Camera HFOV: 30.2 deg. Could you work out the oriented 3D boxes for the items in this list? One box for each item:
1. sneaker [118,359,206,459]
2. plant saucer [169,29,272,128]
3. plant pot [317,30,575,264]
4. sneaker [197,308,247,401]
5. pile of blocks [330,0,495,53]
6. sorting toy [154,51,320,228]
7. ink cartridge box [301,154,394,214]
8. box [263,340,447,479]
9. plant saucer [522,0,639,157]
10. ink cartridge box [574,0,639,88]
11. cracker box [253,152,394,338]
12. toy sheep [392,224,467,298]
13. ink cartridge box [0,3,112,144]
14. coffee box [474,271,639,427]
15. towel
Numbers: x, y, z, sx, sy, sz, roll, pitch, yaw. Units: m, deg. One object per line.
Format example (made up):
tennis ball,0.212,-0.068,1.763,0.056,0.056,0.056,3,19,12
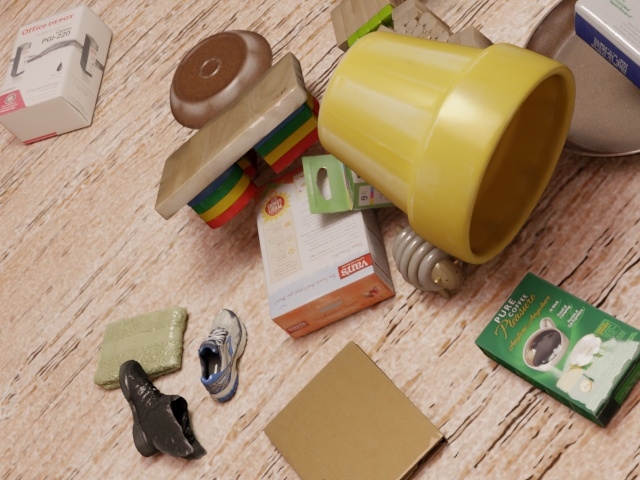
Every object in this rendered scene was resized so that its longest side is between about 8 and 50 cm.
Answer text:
sneaker,-0.214,0.225,1.598,0.089,0.051,0.170,-30,59,22
plant saucer,-0.172,-0.272,1.928,0.199,0.036,0.198,-17,52,24
plant pot,0.139,-0.133,1.412,0.239,0.254,0.254,29,78,25
sneaker,-0.136,0.146,1.600,0.052,0.058,0.135,-17,51,23
pile of blocks,0.141,-0.253,1.667,0.149,0.113,0.362,-53,38,8
sorting toy,-0.106,-0.132,1.689,0.255,0.089,0.257,-40,17,10
ink cartridge box,0.083,-0.103,1.563,0.209,0.062,0.109,-7,52,-4
box,0.039,0.237,1.446,0.164,0.021,0.201,-45,46,-1
plant saucer,0.400,-0.225,1.506,0.311,0.050,0.310,-17,53,23
ink cartridge box,0.525,-0.252,1.371,0.330,0.071,0.324,-34,58,-9
cracker box,0.000,0.000,1.604,0.156,0.067,0.232,-25,48,17
toy sheep,0.134,0.020,1.487,0.091,0.091,0.132,-48,46,-4
ink cartridge box,-0.472,-0.297,2.107,0.159,0.092,0.217,-13,52,26
coffee box,0.278,0.121,1.353,0.184,0.040,0.113,29,78,42
towel,-0.259,0.152,1.698,0.148,0.027,0.110,-15,54,25
